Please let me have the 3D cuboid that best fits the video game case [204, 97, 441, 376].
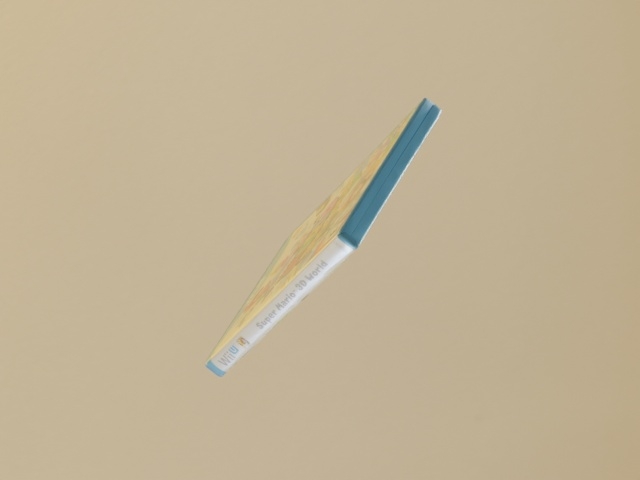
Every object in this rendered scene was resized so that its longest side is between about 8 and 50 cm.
[{"bbox_3d":[0.000,0.000,1.058,0.015,0.166,0.119,37,-130,-6],"label":"video game case"}]
